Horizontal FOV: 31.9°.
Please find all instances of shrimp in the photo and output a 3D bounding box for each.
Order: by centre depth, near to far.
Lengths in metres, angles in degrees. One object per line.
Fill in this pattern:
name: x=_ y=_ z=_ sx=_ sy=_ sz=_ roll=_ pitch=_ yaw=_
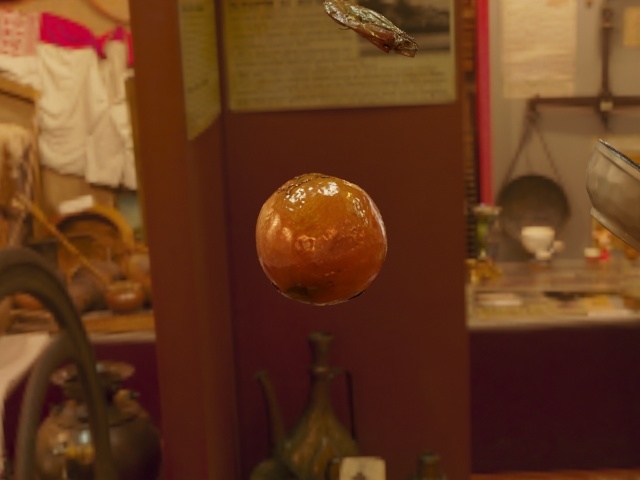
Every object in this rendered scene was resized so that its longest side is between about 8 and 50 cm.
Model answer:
shrimp: x=0.093 y=-0.401 z=2.128 sx=0.217 sy=0.051 sz=0.115 roll=35 pitch=35 yaw=18

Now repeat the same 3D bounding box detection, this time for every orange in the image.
orange: x=0.000 y=0.000 z=2.046 sx=0.246 sy=0.246 sz=0.246 roll=-3 pitch=13 yaw=1

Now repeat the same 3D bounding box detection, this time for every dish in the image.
dish: x=0.560 y=-0.050 z=1.933 sx=0.303 sy=0.120 sz=0.303 roll=34 pitch=13 yaw=-9
